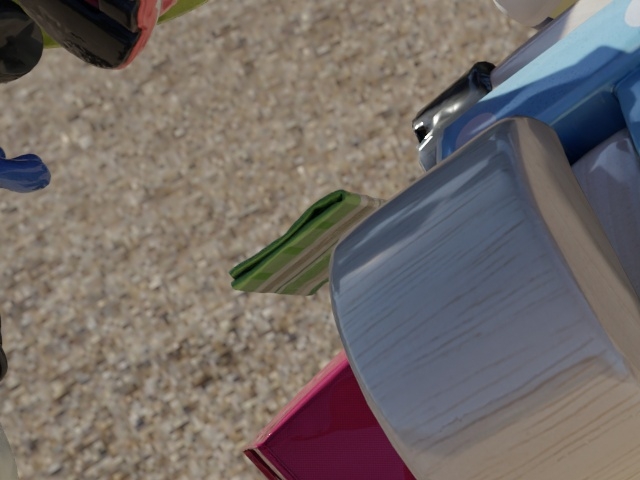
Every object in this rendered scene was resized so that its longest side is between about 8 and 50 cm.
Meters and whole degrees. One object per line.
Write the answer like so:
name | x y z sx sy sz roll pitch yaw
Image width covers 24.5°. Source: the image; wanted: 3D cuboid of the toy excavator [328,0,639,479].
toy excavator | 0.172 0.011 0.688 0.222 0.433 0.445 -37 33 22

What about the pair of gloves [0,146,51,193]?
pair of gloves | -0.234 -0.049 0.698 0.198 0.023 0.159 11 2 16

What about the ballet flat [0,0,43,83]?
ballet flat | -0.207 -0.101 0.682 0.049 0.173 0.057 4 85 42

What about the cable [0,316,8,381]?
cable | -0.307 0.093 1.090 0.151 0.047 0.184 33 98 17

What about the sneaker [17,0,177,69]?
sneaker | -0.083 -0.230 0.756 0.136 0.116 0.314 -50 -7 -35

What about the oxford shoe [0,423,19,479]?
oxford shoe | -0.246 0.106 0.802 0.130 0.169 0.449 -28 2 -32

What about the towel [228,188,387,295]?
towel | 0.000 0.000 1.108 0.113 0.023 0.152 -39 -16 13

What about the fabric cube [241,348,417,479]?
fabric cube | 0.106 0.206 1.445 0.258 0.259 0.254 -43 -1 -11

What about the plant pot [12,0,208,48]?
plant pot | -0.215 -0.340 1.149 0.275 0.293 0.274 -5 32 3

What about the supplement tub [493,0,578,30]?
supplement tub | 0.289 -0.270 1.281 0.325 0.235 0.235 20 34 -8
